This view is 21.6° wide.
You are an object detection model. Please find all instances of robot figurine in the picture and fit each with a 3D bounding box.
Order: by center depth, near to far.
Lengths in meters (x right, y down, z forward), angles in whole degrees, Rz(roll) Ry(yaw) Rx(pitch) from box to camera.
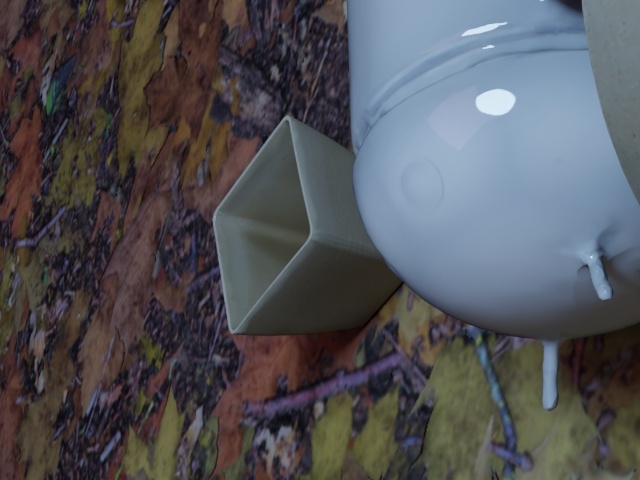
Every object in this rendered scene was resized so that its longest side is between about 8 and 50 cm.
[{"bbox_3d":[0.113,-0.101,0.853,0.300,0.200,0.353,73,-166,-61],"label":"robot figurine"}]

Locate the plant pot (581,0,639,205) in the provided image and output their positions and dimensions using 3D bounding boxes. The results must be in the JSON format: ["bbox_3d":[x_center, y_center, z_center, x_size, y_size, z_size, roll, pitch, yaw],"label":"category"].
[{"bbox_3d":[0.272,-0.103,0.560,0.274,0.256,0.256,0,76,45],"label":"plant pot"}]

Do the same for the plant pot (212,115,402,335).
[{"bbox_3d":[0.000,0.000,1.121,0.109,0.096,0.109,-51,37,37],"label":"plant pot"}]
